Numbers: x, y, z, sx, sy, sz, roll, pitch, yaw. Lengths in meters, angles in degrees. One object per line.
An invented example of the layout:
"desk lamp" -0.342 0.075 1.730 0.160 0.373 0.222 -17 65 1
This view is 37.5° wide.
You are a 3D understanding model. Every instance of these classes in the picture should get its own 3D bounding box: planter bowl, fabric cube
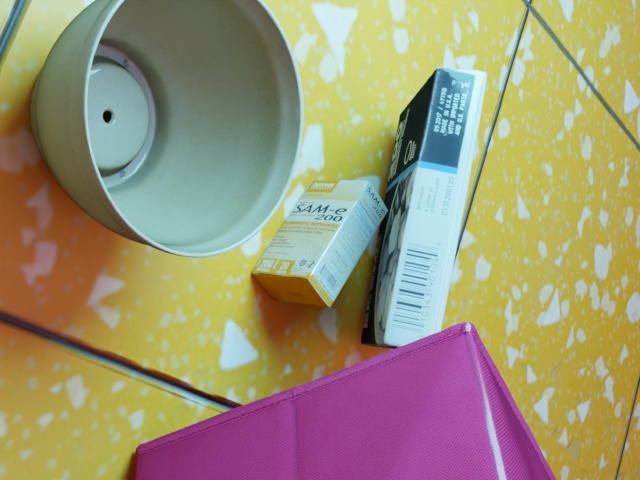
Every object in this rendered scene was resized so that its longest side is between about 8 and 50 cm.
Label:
"planter bowl" -0.104 -0.076 0.563 0.162 0.109 0.162 -8 101 -48
"fabric cube" 0.040 0.257 0.583 0.254 0.259 0.258 57 17 -36

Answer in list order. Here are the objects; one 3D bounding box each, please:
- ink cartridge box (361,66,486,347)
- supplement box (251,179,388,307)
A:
"ink cartridge box" 0.074 -0.013 0.761 0.208 0.045 0.206 117 -16 -82
"supplement box" 0.000 0.000 0.724 0.036 0.062 0.098 53 56 -35
